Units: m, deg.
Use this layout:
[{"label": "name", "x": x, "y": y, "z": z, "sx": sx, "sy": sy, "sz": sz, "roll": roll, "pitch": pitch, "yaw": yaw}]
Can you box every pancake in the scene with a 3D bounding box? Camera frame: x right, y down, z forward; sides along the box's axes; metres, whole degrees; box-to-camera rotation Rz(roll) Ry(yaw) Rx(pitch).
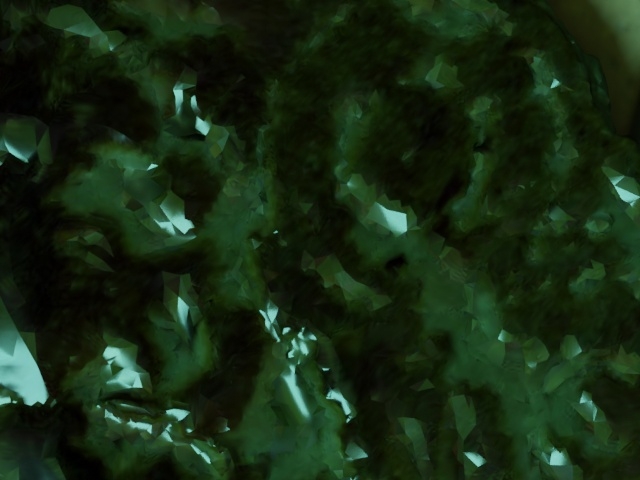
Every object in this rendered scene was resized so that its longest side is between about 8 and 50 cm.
[{"label": "pancake", "x": -0.004, "y": 0.004, "z": 0.705, "sx": 0.305, "sy": 0.067, "sz": 0.427, "roll": -34, "pitch": 90, "yaw": -7}]
